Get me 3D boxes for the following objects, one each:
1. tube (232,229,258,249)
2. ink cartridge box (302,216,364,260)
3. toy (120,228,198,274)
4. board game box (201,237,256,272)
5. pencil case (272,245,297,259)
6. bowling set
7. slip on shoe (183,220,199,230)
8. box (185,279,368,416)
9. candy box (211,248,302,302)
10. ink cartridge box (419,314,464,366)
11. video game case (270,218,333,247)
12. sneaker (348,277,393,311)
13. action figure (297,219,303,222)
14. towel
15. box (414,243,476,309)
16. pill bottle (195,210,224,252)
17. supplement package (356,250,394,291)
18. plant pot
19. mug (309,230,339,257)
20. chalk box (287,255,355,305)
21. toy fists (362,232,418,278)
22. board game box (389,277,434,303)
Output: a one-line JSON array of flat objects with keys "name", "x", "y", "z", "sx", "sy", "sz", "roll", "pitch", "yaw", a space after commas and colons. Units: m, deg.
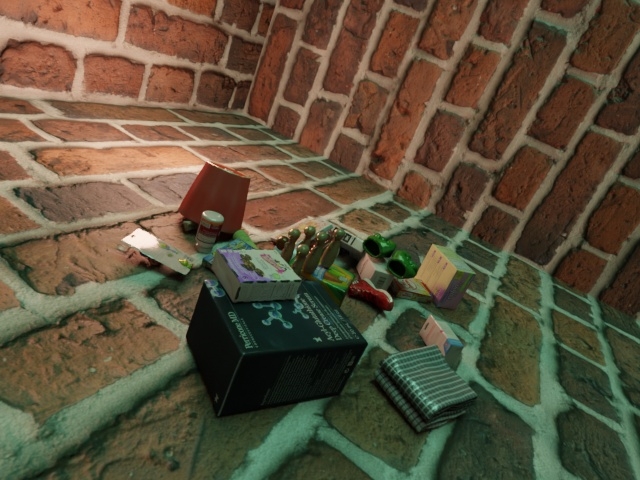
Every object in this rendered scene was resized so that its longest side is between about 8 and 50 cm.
[{"name": "tube", "x": -0.279, "y": 0.048, "z": 1.805, "sx": 0.240, "sy": 0.070, "sz": 0.062, "roll": 49, "pitch": -11, "yaw": 36}, {"name": "ink cartridge box", "x": 0.073, "y": -0.017, "z": 2.167, "sx": 0.333, "sy": 0.065, "sz": 0.165, "roll": 29, "pitch": -15, "yaw": 13}, {"name": "toy", "x": -0.557, "y": 0.053, "z": 1.530, "sx": 0.237, "sy": 0.056, "sz": 0.137, "roll": 26, "pitch": 18, "yaw": -6}, {"name": "board game box", "x": -0.328, "y": 0.072, "z": 1.678, "sx": 0.136, "sy": 0.035, "sz": 0.201, "roll": 31, "pitch": 36, "yaw": 19}, {"name": "pencil case", "x": -0.076, "y": 0.103, "z": 1.804, "sx": 0.273, "sy": 0.124, "sz": 0.113, "roll": 28, "pitch": 62, "yaw": 14}, {"name": "bowling set", "x": -0.067, "y": 0.007, "z": 1.507, "sx": 0.200, "sy": 0.154, "sz": 0.287, "roll": 31, "pitch": 23, "yaw": 20}, {"name": "slip on shoe", "x": -0.523, "y": -0.059, "z": 1.836, "sx": 0.052, "sy": 0.041, "sz": 0.135, "roll": -2, "pitch": 0, "yaw": 13}, {"name": "box", "x": -0.126, "y": 0.277, "z": 1.238, "sx": 0.396, "sy": 0.211, "sz": 0.293, "roll": 4, "pitch": 30, "yaw": -37}, {"name": "candy box", "x": -0.178, "y": 0.093, "z": 1.229, "sx": 0.196, "sy": 0.070, "sz": 0.165, "roll": 2, "pitch": 30, "yaw": -40}, {"name": "ink cartridge box", "x": 0.462, "y": 0.382, "z": 1.700, "sx": 0.062, "sy": 0.104, "sz": 0.181, "roll": 14, "pitch": 24, "yaw": -22}, {"name": "video game case", "x": -0.088, "y": -0.036, "z": 1.981, "sx": 0.206, "sy": 0.026, "sz": 0.227, "roll": -30, "pitch": 24, "yaw": -27}, {"name": "sneaker", "x": 0.193, "y": 0.233, "z": 1.834, "sx": 0.128, "sy": 0.087, "sz": 0.221, "roll": -4, "pitch": 21, "yaw": -33}, {"name": "action figure", "x": -0.065, "y": -0.090, "z": 2.349, "sx": 0.115, "sy": 0.030, "sz": 0.038, "roll": 13, "pitch": 18, "yaw": -10}, {"name": "towel", "x": 0.340, "y": 0.455, "z": 1.403, "sx": 0.284, "sy": 0.121, "sz": 0.235, "roll": 1, "pitch": 32, "yaw": -42}, {"name": "box", "x": 0.599, "y": 0.174, "z": 2.150, "sx": 0.117, "sy": 0.213, "sz": 0.243, "roll": 12, "pitch": 24, "yaw": -23}, {"name": "pill bottle", "x": -0.433, "y": -0.031, "z": 1.707, "sx": 0.086, "sy": 0.152, "sz": 0.086, "roll": 20, "pitch": 22, "yaw": -9}, {"name": "supplement package", "x": 0.248, "y": 0.142, "z": 2.030, "sx": 0.105, "sy": 0.105, "sz": 0.179, "roll": 16, "pitch": 23, "yaw": -19}, {"name": "plant pot", "x": -0.430, "y": -0.192, "z": 1.883, "sx": 0.275, "sy": 0.243, "sz": 0.275, "roll": 22, "pitch": 9, "yaw": -4}, {"name": "mug", "x": 0.005, "y": 0.005, "z": 2.063, "sx": 0.113, "sy": 0.150, "sz": 0.169, "roll": 30, "pitch": 7, "yaw": -46}, {"name": "chalk box", "x": -0.050, "y": 0.160, "z": 1.611, "sx": 0.289, "sy": 0.179, "sz": 0.180, "roll": 26, "pitch": 22, "yaw": 7}, {"name": "toy fists", "x": 0.322, "y": 0.068, "z": 2.004, "sx": 0.279, "sy": 0.096, "sz": 0.142, "roll": 40, "pitch": 19, "yaw": 23}, {"name": "board game box", "x": 0.419, "y": 0.225, "z": 2.087, "sx": 0.194, "sy": 0.045, "sz": 0.146, "roll": 13, "pitch": 24, "yaw": -22}]
